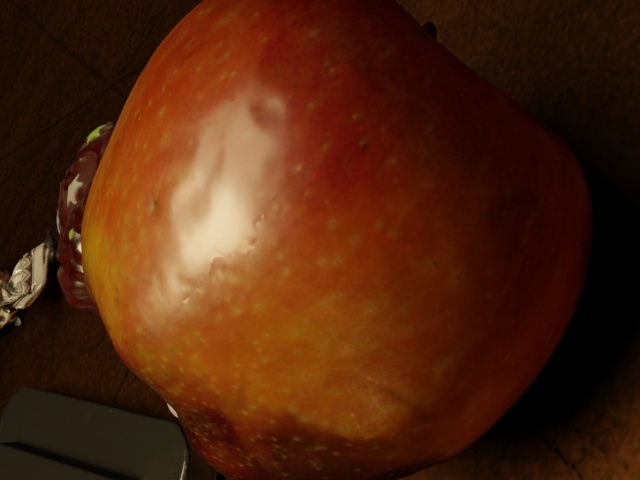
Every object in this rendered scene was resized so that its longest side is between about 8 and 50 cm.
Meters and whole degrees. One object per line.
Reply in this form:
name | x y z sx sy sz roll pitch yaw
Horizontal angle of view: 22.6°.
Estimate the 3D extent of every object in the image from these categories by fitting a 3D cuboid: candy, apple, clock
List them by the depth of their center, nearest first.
apple | 0.000 0.000 0.711 0.230 0.230 0.230 -33 46 43
clock | -0.178 0.234 0.996 0.273 0.049 0.279 0 72 57
candy | -0.269 0.040 1.243 0.226 0.051 0.094 -9 61 54

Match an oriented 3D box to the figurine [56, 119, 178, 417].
figurine | -0.084 0.005 0.929 0.174 0.116 0.240 -61 33 12
